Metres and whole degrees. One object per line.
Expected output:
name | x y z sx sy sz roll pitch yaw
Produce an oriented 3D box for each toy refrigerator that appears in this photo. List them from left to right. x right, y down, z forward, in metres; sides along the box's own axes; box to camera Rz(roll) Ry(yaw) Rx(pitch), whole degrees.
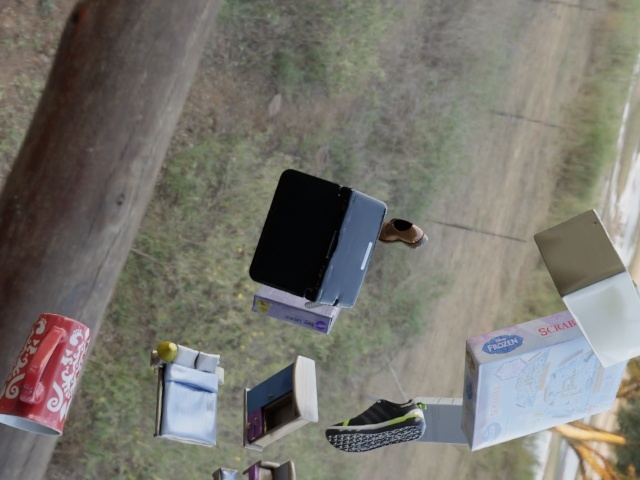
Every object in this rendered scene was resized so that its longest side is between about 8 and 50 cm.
toy refrigerator | 0.391 0.074 0.975 0.269 0.094 0.102 44 26 -47

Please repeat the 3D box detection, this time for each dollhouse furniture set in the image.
dollhouse furniture set | -0.185 0.342 1.394 0.303 0.198 0.286 24 44 -32

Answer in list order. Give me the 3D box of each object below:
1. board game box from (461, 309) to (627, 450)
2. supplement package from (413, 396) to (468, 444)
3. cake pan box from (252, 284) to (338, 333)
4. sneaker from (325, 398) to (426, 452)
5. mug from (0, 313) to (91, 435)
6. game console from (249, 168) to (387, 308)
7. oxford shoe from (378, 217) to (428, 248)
board game box | 0.437 0.267 1.372 0.319 0.318 0.066 82 -9 -45
supplement package | 0.337 0.479 1.872 0.105 0.179 0.105 13 76 -75
cake pan box | -0.052 0.164 2.155 0.267 0.245 0.070 -59 164 -62
sneaker | 0.126 0.414 1.597 0.097 0.234 0.084 -96 177 -49
mug | -0.424 0.207 1.103 0.113 0.150 0.169 33 56 -32
game console | 0.000 0.000 0.736 0.107 0.071 0.122 17 93 -51
oxford shoe | 0.211 -0.035 1.964 0.076 0.212 0.076 -48 118 -20
